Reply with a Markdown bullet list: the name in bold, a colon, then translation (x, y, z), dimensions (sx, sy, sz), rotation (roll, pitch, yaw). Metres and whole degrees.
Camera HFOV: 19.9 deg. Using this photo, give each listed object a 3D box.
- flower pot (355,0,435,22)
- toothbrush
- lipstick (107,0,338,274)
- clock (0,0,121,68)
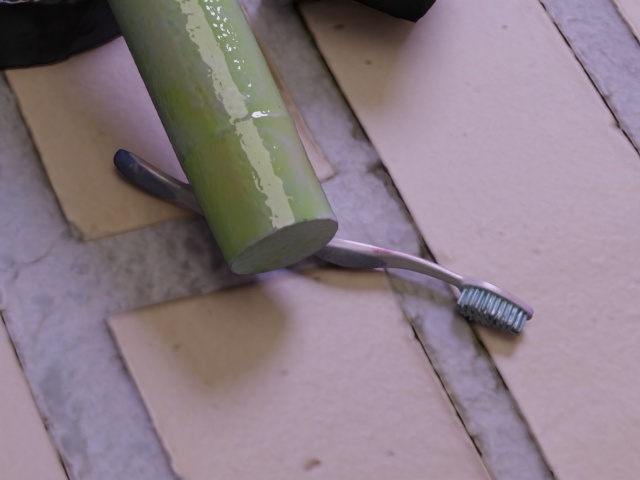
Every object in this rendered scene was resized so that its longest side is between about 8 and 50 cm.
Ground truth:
- **flower pot**: translation (0.047, -0.215, 1.193), dimensions (0.107, 0.157, 0.157), rotation (30, 51, -7)
- **toothbrush**: translation (0.000, 0.000, 1.091), dimensions (0.269, 0.021, 0.027), rotation (21, 46, 3)
- **lipstick**: translation (-0.081, -0.127, 1.077), dimensions (0.076, 0.076, 0.304), rotation (-16, 72, -24)
- **clock**: translation (-0.232, -0.247, 1.194), dimensions (0.312, 0.061, 0.313), rotation (7, 52, -10)
